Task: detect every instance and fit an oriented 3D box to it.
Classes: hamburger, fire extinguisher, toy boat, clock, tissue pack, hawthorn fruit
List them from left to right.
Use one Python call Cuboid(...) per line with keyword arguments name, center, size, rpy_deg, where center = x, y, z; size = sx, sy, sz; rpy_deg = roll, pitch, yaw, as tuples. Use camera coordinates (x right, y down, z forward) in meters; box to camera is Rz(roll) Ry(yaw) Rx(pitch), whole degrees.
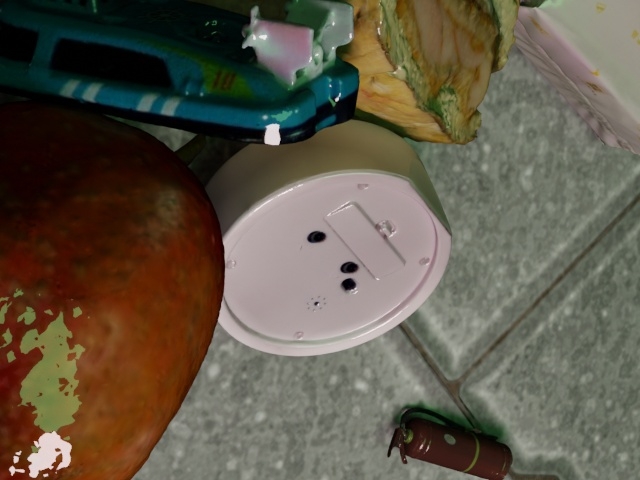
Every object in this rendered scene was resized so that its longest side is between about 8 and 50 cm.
Cuboid(name="hawthorn fruit", center=(-0.192, 0.032, 1.229), size=(0.369, 0.285, 0.284), rpy_deg=(-51, 126, -35))
Cuboid(name="toy boat", center=(-0.120, -0.141, 1.196), size=(0.134, 0.299, 0.092), rpy_deg=(-35, 132, -55))
Cuboid(name="clock", center=(0.000, 0.000, 1.384), size=(0.197, 0.068, 0.197), rpy_deg=(-11, 136, -11))
Cuboid(name="hamburger", center=(0.010, -0.186, 1.317), size=(0.330, 0.209, 0.162), rpy_deg=(25, 80, -69))
Cuboid(name="fire extinguisher", center=(0.113, 0.182, 1.573), size=(0.132, 0.039, 0.056), rpy_deg=(20, 60, -33))
Cuboid(name="tissue pack", center=(0.268, -0.204, 1.504), size=(0.225, 0.124, 0.185), rpy_deg=(41, 83, -32))
